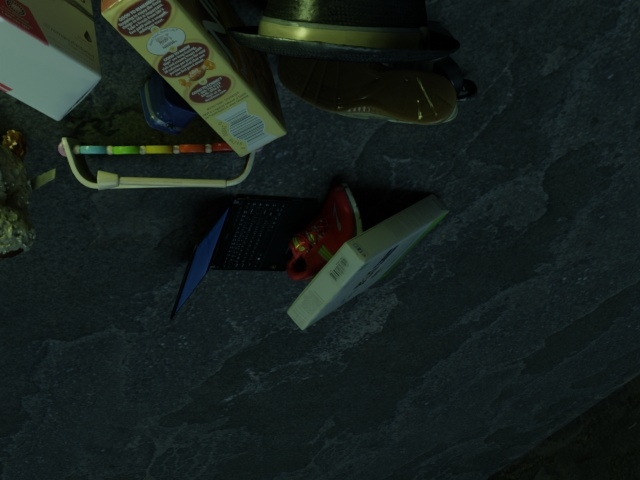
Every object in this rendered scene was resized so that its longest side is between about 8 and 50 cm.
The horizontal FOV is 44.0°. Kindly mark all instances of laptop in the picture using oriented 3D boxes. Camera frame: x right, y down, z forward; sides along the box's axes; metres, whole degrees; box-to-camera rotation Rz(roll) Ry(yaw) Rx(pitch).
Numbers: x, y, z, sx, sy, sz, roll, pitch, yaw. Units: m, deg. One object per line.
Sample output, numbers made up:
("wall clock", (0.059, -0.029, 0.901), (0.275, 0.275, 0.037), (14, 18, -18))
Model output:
("laptop", (-0.149, 0.037, 1.550), (0.264, 0.136, 0.234), (2, 142, -22))

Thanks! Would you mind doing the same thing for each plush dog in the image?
("plush dog", (-0.539, -0.109, 1.145), (0.262, 0.210, 0.225), (13, 164, 26))

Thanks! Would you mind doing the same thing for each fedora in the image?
("fedora", (0.037, -0.328, 1.049), (0.334, 0.334, 0.152), (-2, 110, -17))

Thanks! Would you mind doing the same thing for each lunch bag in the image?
("lunch bag", (-0.234, -0.209, 1.216), (0.067, 0.098, 0.065), (15, 138, -42))

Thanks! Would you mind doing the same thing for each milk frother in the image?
("milk frother", (0.194, -0.280, 1.288), (0.143, 0.129, 0.134), (-46, 162, -34))

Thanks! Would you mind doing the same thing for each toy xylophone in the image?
("toy xylophone", (-0.242, -0.123, 1.244), (0.323, 0.081, 0.236), (-3, -174, -15))

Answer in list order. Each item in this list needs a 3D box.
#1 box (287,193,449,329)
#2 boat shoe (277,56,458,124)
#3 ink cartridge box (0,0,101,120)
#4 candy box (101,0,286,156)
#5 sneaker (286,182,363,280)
("box", (0.098, 0.038, 1.566), (0.322, 0.058, 0.232), (-26, 162, -48))
("boat shoe", (0.071, -0.231, 1.221), (0.285, 0.104, 0.089), (21, -177, 15))
("ink cartridge box", (-0.365, -0.278, 0.974), (0.092, 0.218, 0.158), (-37, 139, 21))
("candy box", (-0.168, -0.277, 1.073), (0.088, 0.183, 0.316), (-25, 143, 14))
("sneaker", (0.000, 0.000, 1.563), (0.118, 0.107, 0.279), (-9, 145, -25))
